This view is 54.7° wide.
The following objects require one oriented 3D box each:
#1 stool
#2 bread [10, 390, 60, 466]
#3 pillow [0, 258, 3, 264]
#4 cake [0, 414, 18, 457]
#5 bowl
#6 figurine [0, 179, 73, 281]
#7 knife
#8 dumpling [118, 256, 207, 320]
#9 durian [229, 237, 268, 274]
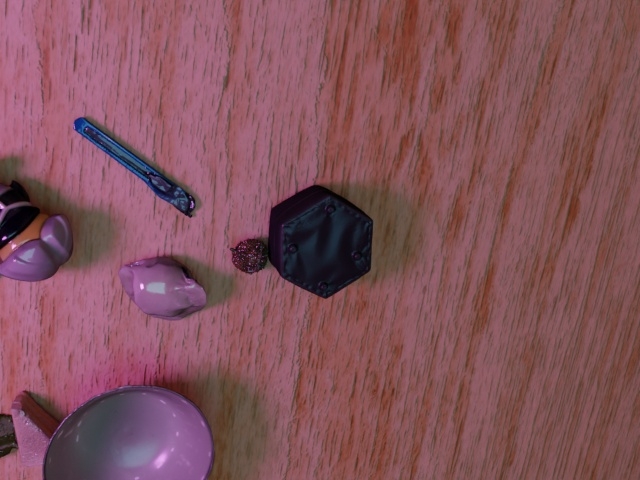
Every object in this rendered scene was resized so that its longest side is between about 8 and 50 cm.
[{"bbox_3d":[0.000,0.000,1.340,0.232,0.141,0.232,-4,105,-16],"label":"stool"},{"bbox_3d":[-0.582,0.394,1.310,0.105,0.077,0.152,-5,109,-11],"label":"bread"},{"bbox_3d":[-0.728,0.001,1.177,0.135,0.049,0.248,-48,116,1],"label":"pillow"},{"bbox_3d":[-0.767,0.416,1.288,0.235,0.099,0.100,-8,107,-36],"label":"cake"},{"bbox_3d":[-0.409,0.433,1.323,0.337,0.157,0.337,-5,105,-21],"label":"bowl"},{"bbox_3d":[-0.583,-0.021,1.153,0.236,0.133,0.176,44,58,-17],"label":"figurine"},{"bbox_3d":[-0.370,-0.145,1.254,0.296,0.026,0.044,37,104,-22],"label":"knife"},{"bbox_3d":[-0.333,0.112,1.307,0.176,0.092,0.150,0,119,-22],"label":"dumpling"},{"bbox_3d":[-0.154,0.031,1.339,0.091,0.080,0.080,28,96,-27],"label":"durian"}]
